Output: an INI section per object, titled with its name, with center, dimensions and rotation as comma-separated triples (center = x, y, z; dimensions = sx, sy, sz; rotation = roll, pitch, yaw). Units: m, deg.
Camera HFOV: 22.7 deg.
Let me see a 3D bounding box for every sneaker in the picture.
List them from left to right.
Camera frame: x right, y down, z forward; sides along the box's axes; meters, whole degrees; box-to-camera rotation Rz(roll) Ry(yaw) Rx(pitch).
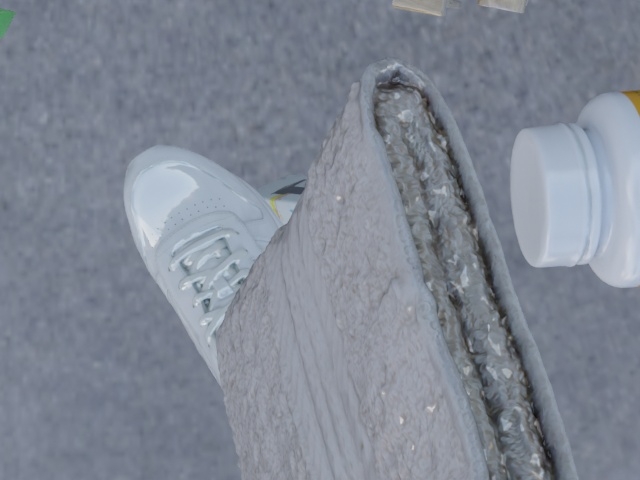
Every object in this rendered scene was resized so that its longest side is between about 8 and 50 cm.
[sneaker]
center = -0.055, 0.048, 1.261
dimensions = 0.114, 0.305, 0.152
rotation = -33, 174, -3

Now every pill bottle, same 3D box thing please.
[pill bottle]
center = 0.227, -0.035, 0.952
dimensions = 0.215, 0.117, 0.117
rotation = -5, 133, -8

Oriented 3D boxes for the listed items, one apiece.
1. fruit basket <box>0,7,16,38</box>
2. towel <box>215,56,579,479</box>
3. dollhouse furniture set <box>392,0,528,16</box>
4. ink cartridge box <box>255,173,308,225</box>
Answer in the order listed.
[fruit basket]
center = -0.435, -0.272, 1.585
dimensions = 0.283, 0.392, 0.392
rotation = 14, 131, 1
[towel]
center = 0.024, 0.100, 0.569
dimensions = 0.049, 0.282, 0.187
rotation = 1, 145, -26
[dollhouse furniture set]
center = 0.236, -0.324, 1.384
dimensions = 0.355, 0.174, 0.303
rotation = 15, 101, 25
[ink cartridge box]
center = 0.000, 0.000, 1.781
dimensions = 0.072, 0.175, 0.127
rotation = -26, 107, -27
